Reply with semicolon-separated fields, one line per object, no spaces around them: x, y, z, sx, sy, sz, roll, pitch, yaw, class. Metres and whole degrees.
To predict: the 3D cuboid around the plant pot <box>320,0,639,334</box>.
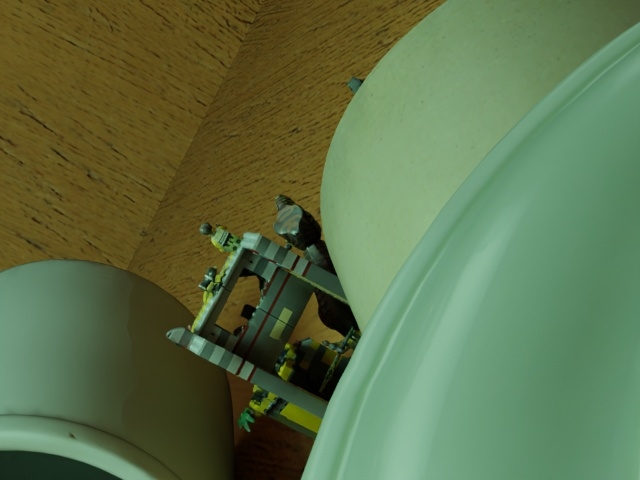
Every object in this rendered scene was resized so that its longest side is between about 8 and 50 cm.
0.147;0.066;0.639;0.256;0.256;0.274;-52;34;33;plant pot

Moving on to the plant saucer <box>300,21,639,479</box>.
0.169;0.051;0.290;0.100;0.400;0.400;62;-138;-52;plant saucer

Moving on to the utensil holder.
-0.227;0.222;1.441;0.327;0.328;0.385;-58;12;15;utensil holder

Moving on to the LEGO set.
0.000;0.000;1.319;0.331;0.192;0.255;-60;14;4;LEGO set
